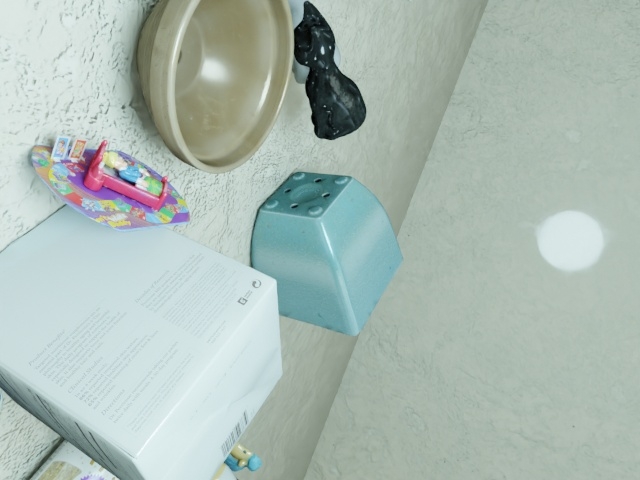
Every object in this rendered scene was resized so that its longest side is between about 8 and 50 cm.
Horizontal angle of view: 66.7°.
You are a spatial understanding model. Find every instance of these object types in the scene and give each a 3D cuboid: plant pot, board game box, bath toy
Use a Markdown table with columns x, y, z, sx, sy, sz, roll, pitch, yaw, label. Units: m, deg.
| x | y | z | sx | sy | sz | roll | pitch | yaw | label |
| --- | --- | --- | --- | --- | --- | --- | --- | --- | --- |
| -0.137 | -0.208 | 0.581 | 0.237 | 0.109 | 0.238 | -53 | 156 | -37 | plant pot |
| 0.000 | 0.000 | 1.016 | 0.248 | 0.246 | 0.253 | -51 | 138 | -38 | plant pot |
| -0.205 | -0.069 | 0.513 | 0.033 | 0.133 | 0.168 | -52 | 166 | 20 | board game box |
| -0.282 | 0.642 | 1.132 | 0.348 | 0.128 | 0.152 | -50 | 155 | -39 | bath toy |

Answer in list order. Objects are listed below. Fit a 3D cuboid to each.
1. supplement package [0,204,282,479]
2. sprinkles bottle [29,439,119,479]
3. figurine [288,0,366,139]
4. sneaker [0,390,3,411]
| x | y | z | sx | sy | sz | roll | pitch | yaw | label |
| --- | --- | --- | --- | --- | --- | --- | --- | --- | --- |
| -0.205 | 0.116 | 0.528 | 0.199 | 0.262 | 0.198 | -52 | 157 | -37 | supplement package |
| -0.328 | 0.334 | 0.666 | 0.355 | 0.121 | 0.121 | -54 | 157 | -35 | sprinkles bottle |
| -0.012 | -0.299 | 0.739 | 0.092 | 0.215 | 0.209 | -21 | 152 | 4 | figurine |
| -0.372 | 0.167 | 0.448 | 0.152 | 0.058 | 0.085 | -29 | 147 | -52 | sneaker |
